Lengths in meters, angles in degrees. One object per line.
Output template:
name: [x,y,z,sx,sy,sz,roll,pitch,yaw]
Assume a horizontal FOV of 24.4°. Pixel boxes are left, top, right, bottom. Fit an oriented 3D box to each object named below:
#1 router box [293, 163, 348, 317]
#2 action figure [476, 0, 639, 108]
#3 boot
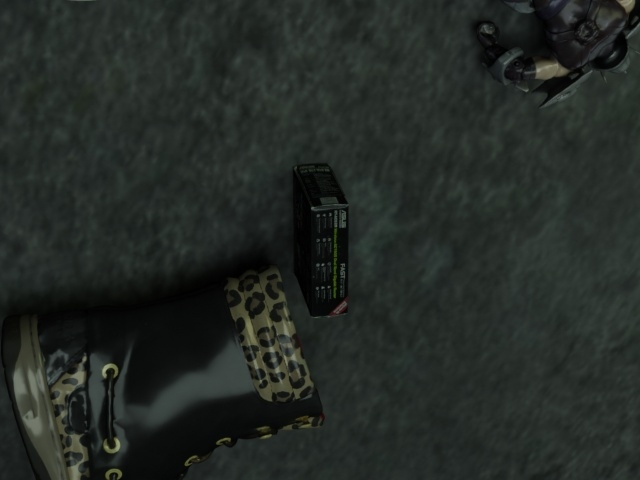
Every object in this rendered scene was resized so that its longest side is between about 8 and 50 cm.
router box: [0.000,0.000,1.421,0.038,0.092,0.122,-6,119,-11]
action figure: [0.199,-0.237,1.346,0.285,0.099,0.185,37,97,-31]
boot: [-0.135,0.205,1.478,0.284,0.138,0.377,-17,114,-4]
